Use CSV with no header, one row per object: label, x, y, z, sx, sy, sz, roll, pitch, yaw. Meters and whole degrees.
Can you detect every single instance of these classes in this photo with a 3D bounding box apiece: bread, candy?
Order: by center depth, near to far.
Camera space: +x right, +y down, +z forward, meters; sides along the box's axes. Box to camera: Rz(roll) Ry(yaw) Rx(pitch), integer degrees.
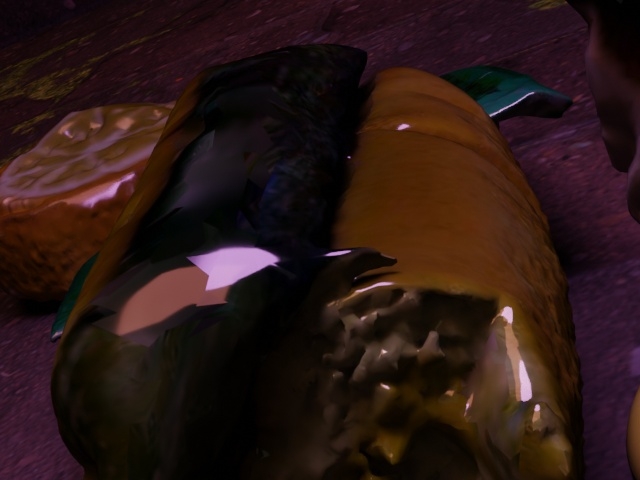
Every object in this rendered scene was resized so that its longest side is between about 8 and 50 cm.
bread,0.008,0.060,0.620,0.208,0.251,0.376,2,22,-1
candy,-0.206,-0.044,1.301,0.260,0.118,0.260,-21,23,9

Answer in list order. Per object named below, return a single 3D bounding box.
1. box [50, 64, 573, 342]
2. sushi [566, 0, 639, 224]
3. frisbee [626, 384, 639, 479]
box,0.000,0.000,0.926,0.337,0.106,0.264,-27,10,1
sushi,0.216,0.016,0.401,0.182,0.343,0.196,-18,60,31
frisbee,0.250,0.058,0.631,0.236,0.017,0.236,-24,21,10
